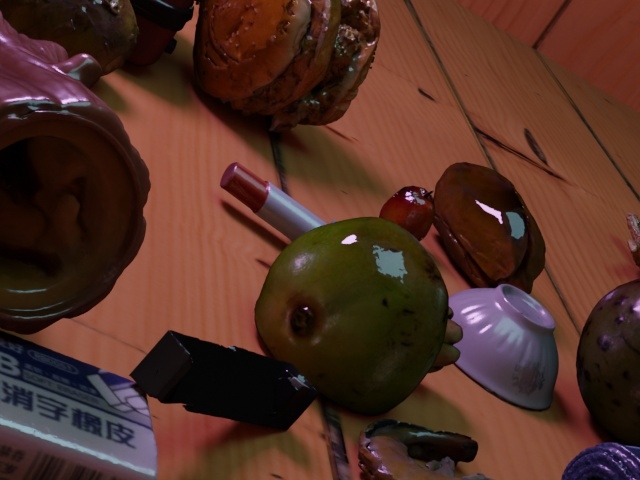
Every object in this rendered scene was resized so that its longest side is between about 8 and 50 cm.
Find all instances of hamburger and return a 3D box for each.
[{"bbox_3d":[-0.048,-0.290,1.932,0.211,0.260,0.245,12,53,-44],"label":"hamburger"}]

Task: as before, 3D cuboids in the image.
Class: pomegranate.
[{"bbox_3d":[0.436,0.187,1.704,0.242,0.242,0.306,17,45,-40],"label":"pomegranate"},{"bbox_3d":[0.065,0.074,1.440,0.241,0.159,0.190,34,20,-18],"label":"pomegranate"}]

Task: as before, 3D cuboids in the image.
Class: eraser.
[{"bbox_3d":[-0.223,0.120,1.005,0.210,0.068,0.124,25,21,-23],"label":"eraser"}]

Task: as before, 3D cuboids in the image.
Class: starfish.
[{"bbox_3d":[0.602,0.064,2.456,0.299,0.060,0.302,49,18,20],"label":"starfish"}]

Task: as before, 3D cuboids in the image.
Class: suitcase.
[{"bbox_3d":[-0.272,-0.369,1.902,0.236,0.161,0.297,28,21,-13],"label":"suitcase"}]

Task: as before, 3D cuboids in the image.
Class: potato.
[{"bbox_3d":[-0.323,-0.297,1.695,0.251,0.149,0.113,48,-17,-5],"label":"potato"}]

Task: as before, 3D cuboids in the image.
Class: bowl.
[{"bbox_3d":[0.224,0.110,1.714,0.189,0.086,0.189,30,21,-13],"label":"bowl"}]

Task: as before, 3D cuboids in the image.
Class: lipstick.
[{"bbox_3d":[0.000,0.000,1.640,0.274,0.061,0.068,36,22,1],"label":"lipstick"}]

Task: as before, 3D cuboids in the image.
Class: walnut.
[{"bbox_3d":[0.228,-0.017,1.951,0.137,0.137,0.245,16,27,-41],"label":"walnut"}]

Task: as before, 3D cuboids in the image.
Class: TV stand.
[{"bbox_3d":[-0.073,0.117,1.181,0.040,0.049,0.256,44,6,23],"label":"TV stand"}]

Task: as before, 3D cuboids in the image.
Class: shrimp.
[{"bbox_3d":[0.134,0.226,1.361,0.253,0.058,0.173,11,22,-45],"label":"shrimp"}]

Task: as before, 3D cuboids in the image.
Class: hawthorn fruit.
[{"bbox_3d":[0.116,-0.035,1.891,0.077,0.077,0.077,30,20,-12],"label":"hawthorn fruit"}]

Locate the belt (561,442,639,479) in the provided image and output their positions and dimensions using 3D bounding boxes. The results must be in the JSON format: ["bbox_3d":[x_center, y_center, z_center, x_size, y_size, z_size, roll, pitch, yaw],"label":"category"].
[{"bbox_3d":[0.323,0.288,1.407,0.128,0.122,0.218,14,29,-38],"label":"belt"}]

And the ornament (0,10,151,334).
[{"bbox_3d":[-0.250,-0.044,1.085,0.235,0.221,0.217,-26,33,-22],"label":"ornament"}]
